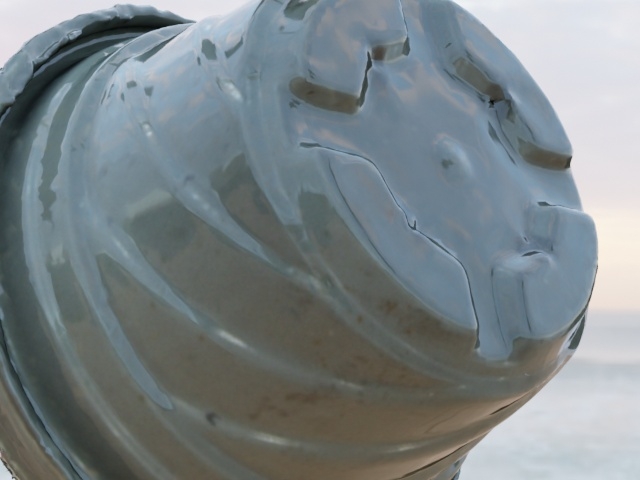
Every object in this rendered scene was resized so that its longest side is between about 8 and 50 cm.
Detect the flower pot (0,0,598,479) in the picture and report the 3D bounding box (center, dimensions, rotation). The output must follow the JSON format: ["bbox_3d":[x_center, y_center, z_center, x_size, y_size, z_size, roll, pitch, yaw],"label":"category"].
[{"bbox_3d":[0.000,0.000,0.486,0.235,0.235,0.140,3,-28,-45],"label":"flower pot"}]
